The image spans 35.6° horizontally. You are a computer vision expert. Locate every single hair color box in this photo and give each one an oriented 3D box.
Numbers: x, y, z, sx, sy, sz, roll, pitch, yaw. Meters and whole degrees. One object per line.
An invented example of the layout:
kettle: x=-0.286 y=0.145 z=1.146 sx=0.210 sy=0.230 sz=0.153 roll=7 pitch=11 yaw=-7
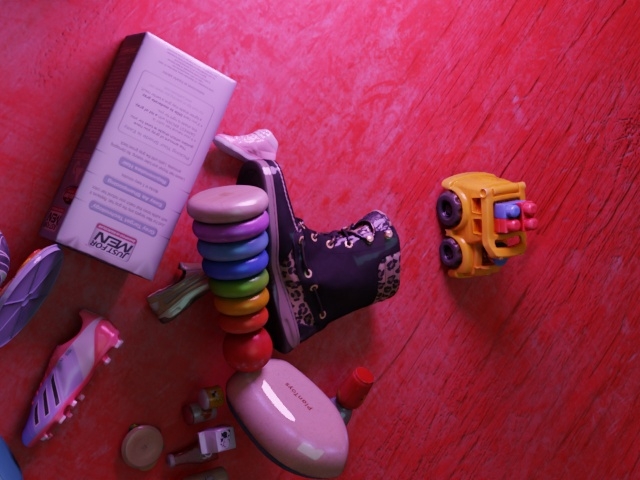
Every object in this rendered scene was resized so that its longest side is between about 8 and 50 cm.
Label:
hair color box: x=-0.308 y=-0.141 z=1.689 sx=0.185 sy=0.113 sz=0.374 roll=26 pitch=82 yaw=-31

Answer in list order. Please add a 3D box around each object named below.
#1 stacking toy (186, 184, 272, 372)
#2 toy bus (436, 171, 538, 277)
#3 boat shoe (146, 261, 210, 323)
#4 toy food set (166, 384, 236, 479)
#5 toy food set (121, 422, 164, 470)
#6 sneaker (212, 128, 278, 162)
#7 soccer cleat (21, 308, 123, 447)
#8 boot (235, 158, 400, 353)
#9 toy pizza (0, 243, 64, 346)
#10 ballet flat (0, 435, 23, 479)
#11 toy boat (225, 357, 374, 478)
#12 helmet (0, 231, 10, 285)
stacking toy: x=-0.144 y=0.078 z=1.734 sx=0.141 sy=0.141 sz=0.330 roll=-15 pitch=110 yaw=-29
toy bus: x=0.360 y=-0.023 z=2.055 sx=0.149 sy=0.211 sz=0.220 roll=-11 pitch=103 yaw=-31
boat shoe: x=-0.229 y=0.067 z=1.797 sx=0.190 sy=0.068 sz=0.072 roll=-39 pitch=99 yaw=-23
toy food set: x=-0.222 y=0.385 z=1.813 sx=0.104 sy=0.111 sz=0.232 roll=-10 pitch=95 yaw=-29
toy food set: x=-0.321 y=0.372 z=1.804 sx=0.083 sy=0.020 sz=0.083 roll=31 pitch=80 yaw=-30
sneaker: x=-0.134 y=-0.182 z=1.827 sx=0.134 sy=0.051 sz=0.070 roll=25 pitch=82 yaw=-35
soccer cleat: x=-0.437 y=0.234 z=1.693 sx=0.095 sy=0.083 sz=0.248 roll=36 pitch=82 yaw=0
boot: x=0.000 y=0.000 z=1.880 sx=0.284 sy=0.138 sz=0.377 roll=-19 pitch=110 yaw=-27
toy pizza: x=-0.480 y=0.086 z=1.586 sx=0.032 sy=0.201 sz=0.201 roll=33 pitch=77 yaw=3
ballet flat: x=-0.526 y=0.438 z=1.638 sx=0.139 sy=0.139 sz=0.400 roll=-41 pitch=116 yaw=-20
toy boat: x=-0.023 y=0.332 z=1.870 sx=0.318 sy=0.267 sz=0.148 roll=-11 pitch=141 yaw=-51
helmet: x=-0.557 y=0.030 z=1.523 sx=0.161 sy=0.169 sz=0.169 roll=-45 pitch=119 yaw=6
